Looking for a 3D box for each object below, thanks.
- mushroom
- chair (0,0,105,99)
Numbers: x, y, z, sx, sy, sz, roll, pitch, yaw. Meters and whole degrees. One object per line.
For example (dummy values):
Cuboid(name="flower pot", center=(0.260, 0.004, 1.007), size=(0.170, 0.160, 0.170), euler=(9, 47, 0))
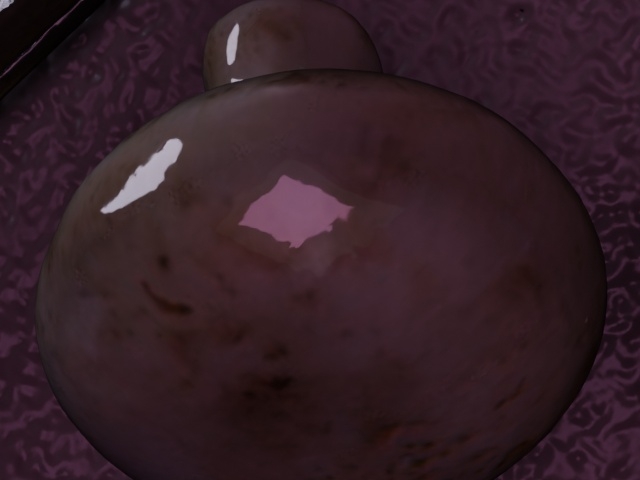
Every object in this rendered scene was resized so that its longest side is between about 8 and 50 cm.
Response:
Cuboid(name="mushroom", center=(0.000, 0.000, 0.698), size=(0.244, 0.243, 0.243), euler=(0, 87, 9))
Cuboid(name="chair", center=(-0.256, -0.130, 0.648), size=(0.365, 0.362, 0.410), euler=(35, 105, -8))
